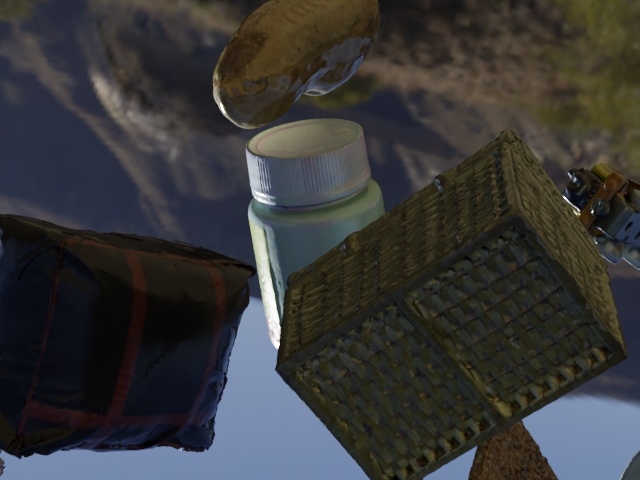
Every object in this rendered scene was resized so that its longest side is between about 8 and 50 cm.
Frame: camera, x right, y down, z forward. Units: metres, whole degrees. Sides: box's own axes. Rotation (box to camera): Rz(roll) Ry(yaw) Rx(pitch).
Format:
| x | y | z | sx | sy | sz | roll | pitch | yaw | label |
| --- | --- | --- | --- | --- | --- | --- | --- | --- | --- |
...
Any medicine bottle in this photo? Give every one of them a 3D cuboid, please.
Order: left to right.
| x | y | z | sx | sy | sz | roll | pitch | yaw | label |
| --- | --- | --- | --- | --- | --- | --- | --- | --- | --- |
| 0.000 | 0.000 | 1.571 | 0.139 | 0.225 | 0.139 | -7 | -158 | 3 | medicine bottle |

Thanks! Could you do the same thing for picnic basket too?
| x | y | z | sx | sy | sz | roll | pitch | yaw | label |
| --- | --- | --- | --- | --- | --- | --- | --- | --- | --- |
| 0.086 | 0.042 | 1.032 | 0.134 | 0.196 | 0.154 | 49 | -161 | -18 | picnic basket |

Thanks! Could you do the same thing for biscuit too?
| x | y | z | sx | sy | sz | roll | pitch | yaw | label |
| --- | --- | --- | --- | --- | --- | --- | --- | --- | --- |
| 0.175 | 0.246 | 1.383 | 0.131 | 0.025 | 0.231 | 56 | -153 | -16 | biscuit |

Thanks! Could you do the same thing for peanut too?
| x | y | z | sx | sy | sz | roll | pitch | yaw | label |
| --- | --- | --- | --- | --- | --- | --- | --- | --- | --- |
| -0.024 | -0.192 | 1.552 | 0.110 | 0.120 | 0.236 | 36 | -128 | 9 | peanut |

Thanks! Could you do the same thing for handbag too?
| x | y | z | sx | sy | sz | roll | pitch | yaw | label |
| --- | --- | --- | --- | --- | --- | --- | --- | --- | --- |
| -0.164 | 0.077 | 1.146 | 0.155 | 0.169 | 0.215 | 16 | -176 | 42 | handbag |

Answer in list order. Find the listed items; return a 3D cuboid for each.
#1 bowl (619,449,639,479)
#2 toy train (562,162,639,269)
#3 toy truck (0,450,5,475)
| x | y | z | sx | sy | sz | roll | pitch | yaw | label |
| --- | --- | --- | --- | --- | --- | --- | --- | --- | --- |
| 0.568 | 0.365 | 2.062 | 0.313 | 0.313 | 0.146 | 19 | -156 | 25 | bowl |
| 0.351 | -0.038 | 1.829 | 0.127 | 0.089 | 0.219 | 44 | -163 | 29 | toy train |
| -0.365 | 0.211 | 1.383 | 0.124 | 0.155 | 0.268 | 46 | 168 | -6 | toy truck |
